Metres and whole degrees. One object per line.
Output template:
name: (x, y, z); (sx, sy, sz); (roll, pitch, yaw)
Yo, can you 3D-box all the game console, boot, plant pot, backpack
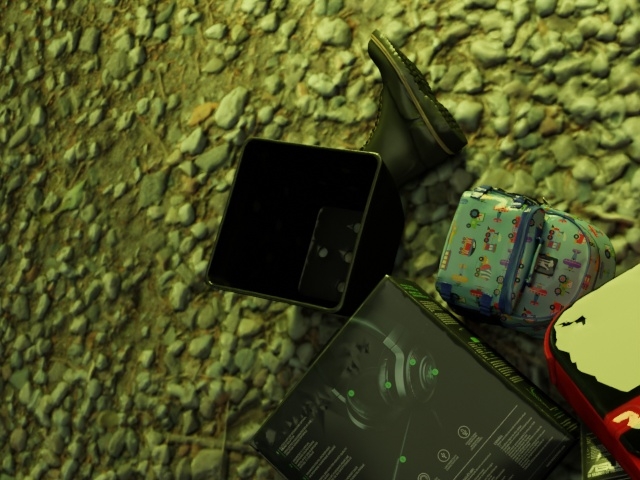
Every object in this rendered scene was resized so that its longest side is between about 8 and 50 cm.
game console: (0.429, 0.091, 1.103); (0.386, 0.060, 0.342); (-30, 34, -1)
boot: (0.078, -0.157, 1.498); (0.137, 0.077, 0.198); (-39, 60, 18)
plant pot: (0.000, 0.000, 1.432); (0.188, 0.167, 0.188); (10, 79, 28)
backpack: (0.235, 0.029, 1.333); (0.173, 0.117, 0.158); (19, 85, 28)

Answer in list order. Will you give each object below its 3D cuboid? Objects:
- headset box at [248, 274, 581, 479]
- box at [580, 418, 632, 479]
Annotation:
headset box: (0.099, 0.208, 1.298); (0.283, 0.131, 0.246); (40, 98, 17)
box: (0.408, 0.144, 1.161); (0.307, 0.077, 0.242); (-17, 32, 21)
